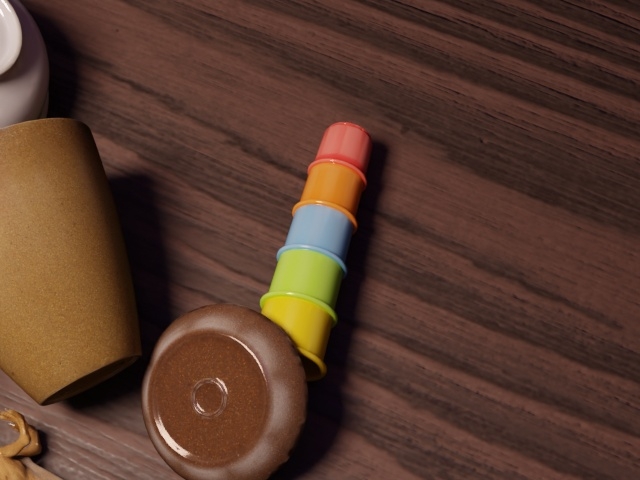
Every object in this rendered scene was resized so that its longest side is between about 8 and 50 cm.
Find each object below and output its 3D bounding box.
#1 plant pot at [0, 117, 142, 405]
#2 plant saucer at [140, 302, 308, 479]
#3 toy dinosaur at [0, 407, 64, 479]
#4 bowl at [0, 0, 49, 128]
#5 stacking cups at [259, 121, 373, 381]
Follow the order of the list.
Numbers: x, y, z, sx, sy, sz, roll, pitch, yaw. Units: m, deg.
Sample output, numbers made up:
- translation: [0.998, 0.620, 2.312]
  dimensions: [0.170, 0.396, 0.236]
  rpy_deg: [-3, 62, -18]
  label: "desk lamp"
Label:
- translation: [-0.301, 0.038, 1.072]
  dimensions: [0.237, 0.237, 0.254]
  rpy_deg: [-27, 82, -15]
  label: "plant pot"
- translation: [-0.110, 0.164, 1.044]
  dimensions: [0.199, 0.036, 0.198]
  rpy_deg: [-2, 84, 20]
  label: "plant saucer"
- translation: [-0.316, 0.243, 1.040]
  dimensions: [0.211, 0.064, 0.112]
  rpy_deg: [16, 60, -21]
  label: "toy dinosaur"
- translation: [-0.436, -0.220, 1.151]
  dimensions: [0.298, 0.134, 0.298]
  rpy_deg: [15, 62, -31]
  label: "bowl"
- translation: [0.000, 0.000, 1.152]
  dimensions: [0.096, 0.096, 0.316]
  rpy_deg: [14, 64, 5]
  label: "stacking cups"
